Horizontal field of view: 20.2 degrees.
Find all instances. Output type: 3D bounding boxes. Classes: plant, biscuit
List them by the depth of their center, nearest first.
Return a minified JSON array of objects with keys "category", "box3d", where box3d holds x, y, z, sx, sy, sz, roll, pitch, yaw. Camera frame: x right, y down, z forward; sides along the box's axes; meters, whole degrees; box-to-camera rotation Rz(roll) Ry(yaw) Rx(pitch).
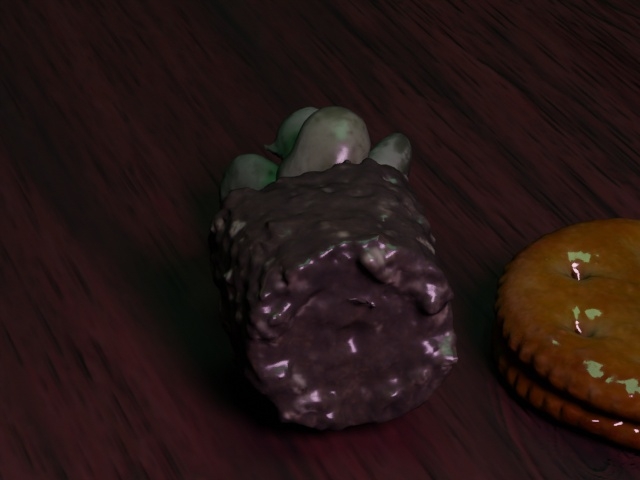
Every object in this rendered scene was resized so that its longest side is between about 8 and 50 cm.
[{"category":"plant","box3d":[-0.002,0.000,1.151,0.146,0.149,0.274,3,27,-7]},{"category":"biscuit","box3d":[0.218,0.063,1.173,0.220,0.066,0.220,4,33,-2]}]
